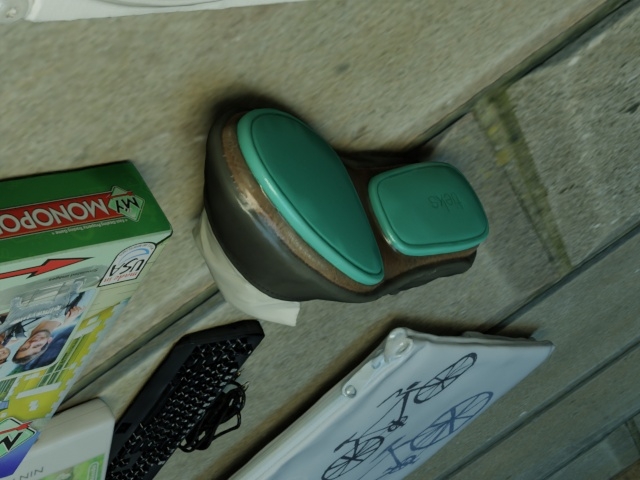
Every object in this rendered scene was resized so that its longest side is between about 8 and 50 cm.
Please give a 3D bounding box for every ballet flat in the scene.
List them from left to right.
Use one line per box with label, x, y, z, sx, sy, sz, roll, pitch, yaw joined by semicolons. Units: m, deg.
ballet flat;0.000;0.000;0.745;0.096;0.095;0.280;-29;162;23

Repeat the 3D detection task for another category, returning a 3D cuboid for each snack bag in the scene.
snack bag;0.022;0.179;1.237;0.323;0.037;0.342;-42;158;19

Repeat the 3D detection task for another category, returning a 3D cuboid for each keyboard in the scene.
keyboard;-0.088;0.121;0.948;0.100;0.038;0.192;-13;152;-43

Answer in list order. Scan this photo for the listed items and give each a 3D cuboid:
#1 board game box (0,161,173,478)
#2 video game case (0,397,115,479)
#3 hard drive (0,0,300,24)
board game box;-0.236;0.069;0.606;0.317;0.046;0.213;-13;150;-44
video game case;-0.223;0.203;0.880;0.193;0.023;0.212;-19;141;-34
hard drive;-0.047;-0.156;0.375;0.339;0.064;0.237;-12;150;-43
